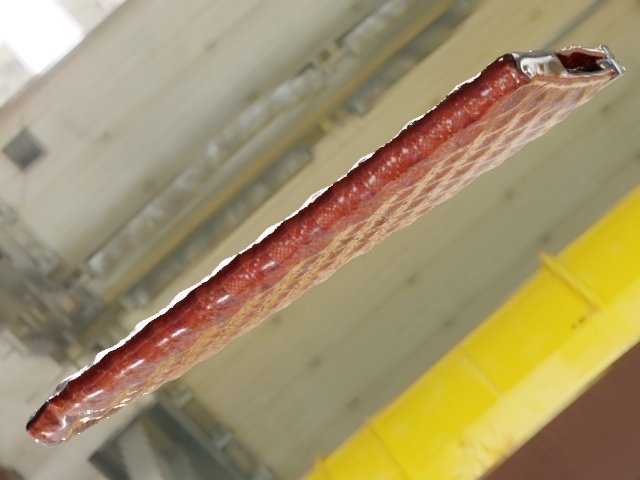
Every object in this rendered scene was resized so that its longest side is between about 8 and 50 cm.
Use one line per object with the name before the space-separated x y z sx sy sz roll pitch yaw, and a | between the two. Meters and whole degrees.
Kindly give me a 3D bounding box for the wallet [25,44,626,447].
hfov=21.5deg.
wallet | 0.000 0.000 0.524 0.196 0.020 0.103 -35 175 25
